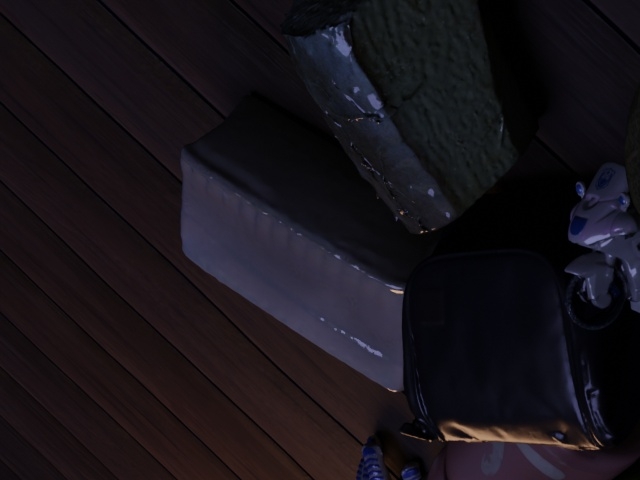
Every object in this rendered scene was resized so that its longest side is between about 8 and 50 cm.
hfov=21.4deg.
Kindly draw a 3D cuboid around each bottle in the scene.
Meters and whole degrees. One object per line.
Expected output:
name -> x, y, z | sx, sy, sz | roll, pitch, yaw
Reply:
bottle -> 0.235, 0.254, 1.921 | 0.173, 0.206, 0.297 | 14, 142, -21

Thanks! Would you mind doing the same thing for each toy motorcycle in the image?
toy motorcycle -> 0.317, -0.009, 1.559 | 0.102, 0.221, 0.150 | -158, 56, -66

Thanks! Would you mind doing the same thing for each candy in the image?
candy -> 0.001, 0.000, 2.003 | 0.359, 0.145, 0.208 | 31, 146, 21

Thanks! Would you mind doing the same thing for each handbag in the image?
handbag -> 0.207, 0.069, 1.704 | 0.302, 0.275, 0.178 | -2, 136, 51

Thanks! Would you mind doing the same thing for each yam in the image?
yam -> 0.095, -0.159, 1.664 | 0.271, 0.202, 0.201 | 57, 169, -22

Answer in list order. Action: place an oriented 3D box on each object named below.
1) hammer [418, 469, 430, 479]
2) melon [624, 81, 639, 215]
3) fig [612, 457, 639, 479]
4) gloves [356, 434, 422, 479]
hammer -> 0.239, 0.333, 2.169 | 0.206, 0.119, 0.335 | 38, 143, 7
melon -> 0.374, -0.090, 1.349 | 0.248, 0.248, 0.329 | 43, 155, 3
fig -> 0.403, 0.355, 1.944 | 0.206, 0.206, 0.275 | 37, 171, 13
gloves -> 0.109, 0.373, 2.390 | 0.119, 0.097, 0.229 | -14, 115, 22
